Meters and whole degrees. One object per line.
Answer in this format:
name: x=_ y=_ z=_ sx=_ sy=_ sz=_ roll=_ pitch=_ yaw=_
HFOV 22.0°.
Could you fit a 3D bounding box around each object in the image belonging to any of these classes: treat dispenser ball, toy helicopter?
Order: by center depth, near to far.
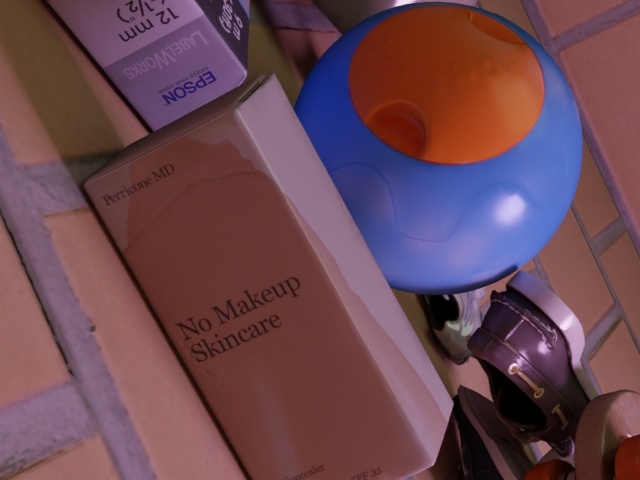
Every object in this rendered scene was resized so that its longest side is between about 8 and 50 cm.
treat dispenser ball: x=0.112 y=-0.090 z=1.614 sx=0.288 sy=0.288 sz=0.288 roll=53 pitch=22 yaw=-32
toy helicopter: x=0.365 y=0.305 z=1.655 sx=0.355 sy=0.140 sz=0.235 roll=58 pitch=37 yaw=-10

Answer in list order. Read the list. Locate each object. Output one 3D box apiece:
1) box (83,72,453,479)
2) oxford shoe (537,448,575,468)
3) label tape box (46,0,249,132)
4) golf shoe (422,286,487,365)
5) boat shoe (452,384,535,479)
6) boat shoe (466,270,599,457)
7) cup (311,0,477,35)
box: x=-0.035 y=0.045 z=1.268 sx=0.311 sy=0.148 sz=0.121 roll=60 pitch=19 yaw=-11
oxford shoe: x=0.333 y=0.401 z=1.928 sx=0.130 sy=0.123 sz=0.348 roll=-15 pitch=81 yaw=-44
label tape box: x=-0.132 y=-0.231 z=1.404 sx=0.348 sy=0.115 sz=0.249 roll=51 pitch=23 yaw=-33
golf shoe: x=0.150 y=0.055 z=1.894 sx=0.086 sy=0.069 sz=0.176 roll=39 pitch=29 yaw=-41
boat shoe: x=0.170 y=0.225 z=1.726 sx=0.084 sy=0.079 sz=0.233 roll=32 pitch=16 yaw=-18
boat shoe: x=0.219 y=0.149 z=1.680 sx=0.116 sy=0.097 sz=0.324 roll=39 pitch=-13 yaw=30
cup: x=0.087 y=-0.377 z=1.887 sx=0.331 sy=0.237 sz=0.331 roll=47 pitch=14 yaw=-15
